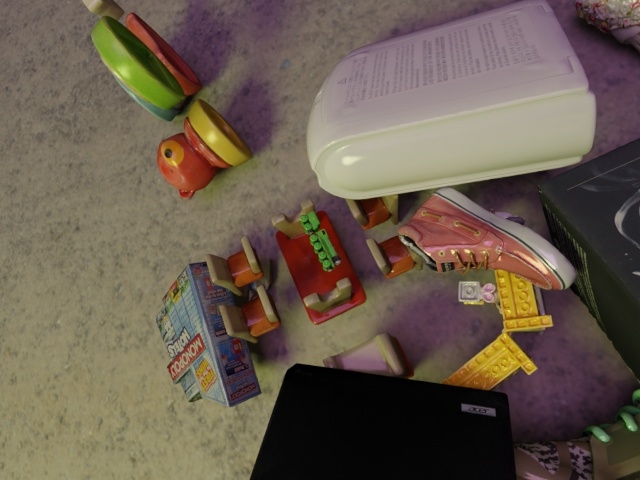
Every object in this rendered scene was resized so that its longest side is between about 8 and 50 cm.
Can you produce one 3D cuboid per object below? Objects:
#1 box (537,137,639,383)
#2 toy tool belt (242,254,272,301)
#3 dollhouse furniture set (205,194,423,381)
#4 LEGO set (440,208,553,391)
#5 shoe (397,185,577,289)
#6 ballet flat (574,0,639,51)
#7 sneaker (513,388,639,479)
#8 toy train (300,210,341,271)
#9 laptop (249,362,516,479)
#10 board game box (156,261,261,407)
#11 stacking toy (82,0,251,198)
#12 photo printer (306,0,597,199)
[{"bbox_3d":[0.418,0.024,0.330,0.343,0.179,0.312,-26,38,15],"label":"box"},{"bbox_3d":[-0.105,0.064,0.679,0.051,0.052,0.083,-10,75,48],"label":"toy tool belt"},{"bbox_3d":[0.018,0.079,0.583,0.262,0.135,0.259,-25,67,2],"label":"dollhouse furniture set"},{"bbox_3d":[0.202,0.111,0.512,0.132,0.107,0.287,11,81,36],"label":"LEGO set"},{"bbox_3d":[0.163,0.013,0.456,0.081,0.063,0.178,-43,48,-5],"label":"shoe"},{"bbox_3d":[0.426,-0.255,0.506,0.241,0.091,0.077,12,110,27],"label":"ballet flat"},{"bbox_3d":[0.349,0.211,0.440,0.410,0.158,0.182,3,68,17],"label":"sneaker"},{"bbox_3d":[0.000,0.000,0.533,0.024,0.017,0.083,-24,66,-9],"label":"toy train"},{"bbox_3d":[0.053,0.279,0.408,0.234,0.136,0.264,4,93,14],"label":"laptop"},{"bbox_3d":[-0.172,0.162,0.639,0.194,0.060,0.194,-45,65,36],"label":"board game box"},{"bbox_3d":[-0.277,-0.226,0.671,0.130,0.279,0.309,-40,65,9],"label":"stacking toy"},{"bbox_3d":[0.134,-0.171,0.537,0.307,0.107,0.256,-8,44,20],"label":"photo printer"}]
